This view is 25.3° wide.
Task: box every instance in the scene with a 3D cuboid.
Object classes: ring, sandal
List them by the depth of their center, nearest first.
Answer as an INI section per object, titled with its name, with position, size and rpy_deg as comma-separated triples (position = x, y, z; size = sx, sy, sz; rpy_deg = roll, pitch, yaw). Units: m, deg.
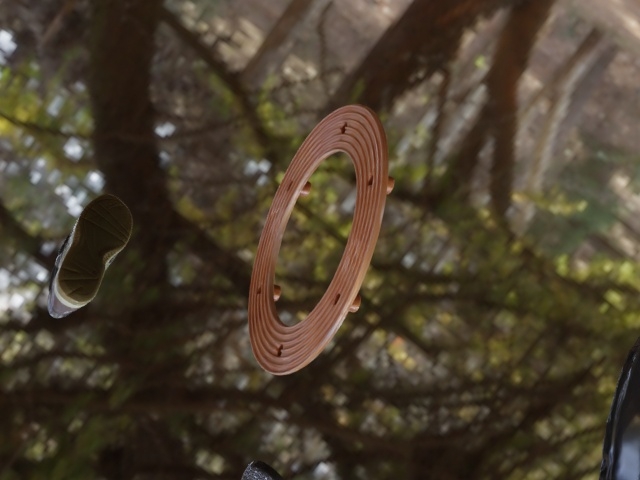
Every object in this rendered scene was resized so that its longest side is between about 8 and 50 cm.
[sandal]
position = -0.070, 0.292, 1.590
size = 0.067, 0.179, 0.040
rpy_deg = 37, -131, 7
[ring]
position = 0.000, 0.000, 1.704
size = 0.032, 0.337, 0.336
rpy_deg = 18, -161, -22

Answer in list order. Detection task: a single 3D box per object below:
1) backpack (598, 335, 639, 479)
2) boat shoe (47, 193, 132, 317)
[backpack]
position = 0.206, 0.120, 0.671
size = 0.152, 0.182, 0.115
rpy_deg = -10, 165, 41
[boat shoe]
position = -0.330, 0.021, 1.995
size = 0.080, 0.073, 0.224
rpy_deg = 39, -143, -18
